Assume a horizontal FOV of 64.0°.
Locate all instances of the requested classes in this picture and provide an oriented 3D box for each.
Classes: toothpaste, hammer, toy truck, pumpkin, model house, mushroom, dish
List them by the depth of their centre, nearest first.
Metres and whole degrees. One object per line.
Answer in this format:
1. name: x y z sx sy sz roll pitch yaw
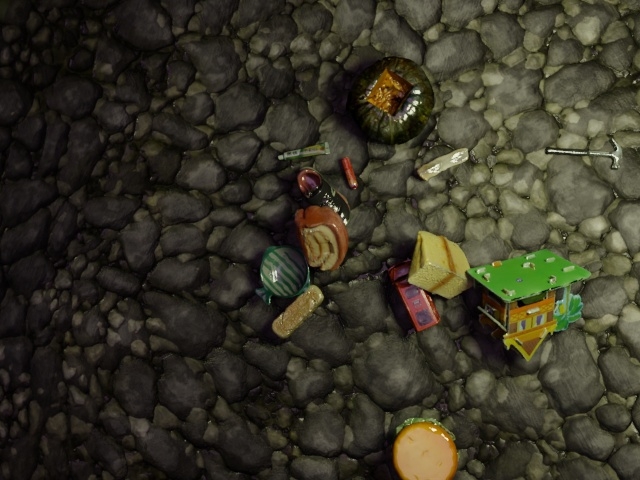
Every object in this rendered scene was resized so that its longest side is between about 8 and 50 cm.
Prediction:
1. model house: 0.711 0.227 1.758 0.358 0.242 0.312 -15 118 -15
2. hammer: 0.929 -0.315 1.809 0.247 0.029 0.103 8 89 12
3. toy truck: 0.338 0.196 1.850 0.108 0.114 0.252 -25 84 10
4. pumpkin: 0.258 -0.508 1.857 0.321 0.192 0.320 -1 86 9
5. mushroom: 0.452 -0.284 1.888 0.202 0.054 0.059 -27 89 3
6. dish: -0.136 0.130 1.957 0.224 0.078 0.246 44 99 14
7. toothpaste: -0.065 -0.341 1.992 0.204 0.031 0.049 -10 86 7

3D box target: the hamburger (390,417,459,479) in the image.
1. hamburger: 0.365 0.744 1.794 0.246 0.170 0.245 -3 74 11

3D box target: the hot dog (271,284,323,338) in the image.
1. hot dog: -0.084 0.270 1.946 0.084 0.073 0.242 44 95 11

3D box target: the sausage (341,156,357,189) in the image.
1. sausage: 0.112 -0.253 1.954 0.034 0.034 0.129 -17 84 9

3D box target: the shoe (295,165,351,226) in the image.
1. shoe: 0.008 -0.168 1.916 0.114 0.137 0.291 -41 82 7

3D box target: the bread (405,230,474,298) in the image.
1. bread: 0.411 0.080 1.814 0.135 0.240 0.178 -42 39 38

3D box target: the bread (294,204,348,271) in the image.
1. bread: 0.012 -0.001 1.868 0.190 0.123 0.244 -9 118 22
